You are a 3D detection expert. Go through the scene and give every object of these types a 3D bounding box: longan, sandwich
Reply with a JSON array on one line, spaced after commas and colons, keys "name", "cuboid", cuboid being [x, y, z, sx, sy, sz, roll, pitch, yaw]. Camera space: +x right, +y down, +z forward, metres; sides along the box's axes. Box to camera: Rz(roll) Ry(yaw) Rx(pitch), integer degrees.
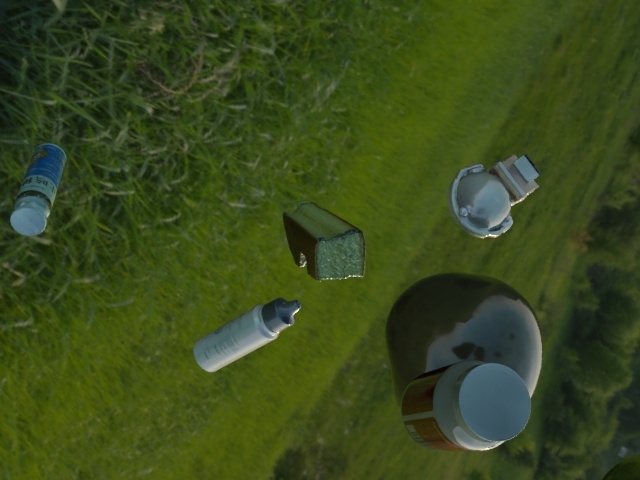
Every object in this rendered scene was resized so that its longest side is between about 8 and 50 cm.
[{"name": "longan", "cuboid": [0.295, 0.243, 1.531, 0.361, 0.361, 0.360, -30, 134, -36]}, {"name": "sandwich", "cuboid": [0.000, 0.000, 1.695, 0.122, 0.236, 0.128, -10, 114, -22]}]

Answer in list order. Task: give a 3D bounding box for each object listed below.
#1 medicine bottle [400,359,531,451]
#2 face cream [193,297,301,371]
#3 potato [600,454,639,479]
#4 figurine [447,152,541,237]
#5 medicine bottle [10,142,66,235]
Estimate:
[{"name": "medicine bottle", "cuboid": [0.213, 0.252, 1.097, 0.131, 0.131, 0.250, -46, 177, -20]}, {"name": "face cream", "cuboid": [-0.165, 0.213, 1.703, 0.311, 0.092, 0.092, -31, 157, 29]}, {"name": "potato", "cuboid": [0.372, 0.362, 0.798, 0.148, 0.186, 0.253, 101, -3, -66]}, {"name": "figurine", "cuboid": [0.357, -0.094, 1.550, 0.237, 0.162, 0.141, -35, 179, -33]}, {"name": "medicine bottle", "cuboid": [-0.412, -0.079, 1.064, 0.051, 0.191, 0.051, -5, 126, -7]}]
